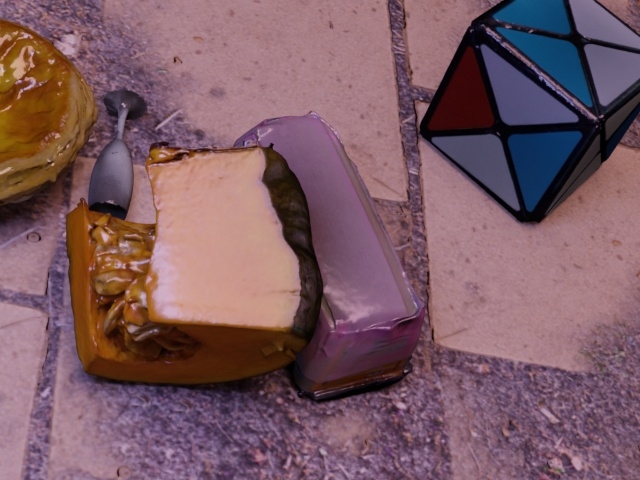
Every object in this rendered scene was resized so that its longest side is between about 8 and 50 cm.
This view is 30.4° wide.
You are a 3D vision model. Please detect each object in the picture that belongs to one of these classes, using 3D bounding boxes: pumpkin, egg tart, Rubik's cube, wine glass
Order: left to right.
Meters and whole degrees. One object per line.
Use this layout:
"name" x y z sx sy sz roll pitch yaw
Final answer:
"egg tart" -0.451 -0.151 1.488 0.341 0.132 0.341 12 49 -14
"wine glass" -0.272 -0.110 1.580 0.066 0.066 0.198 11 52 -14
"pumpkin" -0.142 0.035 1.365 0.256 0.303 0.225 13 66 -34
"Rubik's cube" 0.339 -0.219 1.796 0.248 0.250 0.246 40 49 13

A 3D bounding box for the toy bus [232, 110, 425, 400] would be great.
"toy bus" 0.000 0.000 1.538 0.171 0.162 0.386 -8 57 -27
